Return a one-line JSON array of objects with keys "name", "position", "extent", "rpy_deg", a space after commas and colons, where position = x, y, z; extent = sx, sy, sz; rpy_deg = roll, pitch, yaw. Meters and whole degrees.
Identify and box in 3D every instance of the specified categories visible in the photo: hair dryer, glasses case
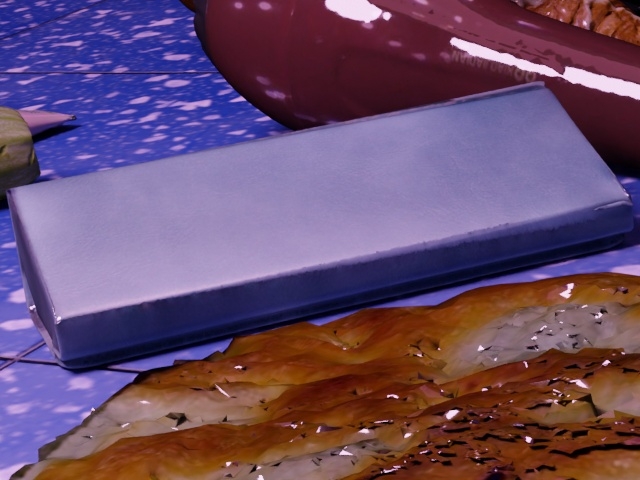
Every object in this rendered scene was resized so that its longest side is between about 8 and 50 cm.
[{"name": "hair dryer", "position": [0.093, -0.208, 1.064], "extent": [0.312, 0.340, 0.123], "rpy_deg": [12, -3, 36]}, {"name": "glasses case", "position": [0.000, 0.000, 0.892], "extent": [0.266, 0.056, 0.105], "rpy_deg": [-12, 42, -14]}]

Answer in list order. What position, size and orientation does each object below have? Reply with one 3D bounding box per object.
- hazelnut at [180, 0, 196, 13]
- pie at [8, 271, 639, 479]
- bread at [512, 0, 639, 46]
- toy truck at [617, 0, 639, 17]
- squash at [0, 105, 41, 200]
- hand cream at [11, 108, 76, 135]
[{"name": "hazelnut", "position": [0.026, -0.298, 1.345], "extent": [0.315, 0.372, 0.372], "rpy_deg": [18, 21, 4]}, {"name": "pie", "position": [0.058, 0.082, 0.496], "extent": [0.288, 0.103, 0.355], "rpy_deg": [0, 15, 24]}, {"name": "bread", "position": [0.106, -0.123, 1.181], "extent": [0.233, 0.076, 0.105], "rpy_deg": [0, 20, 19]}, {"name": "toy truck", "position": [0.277, -0.203, 1.289], "extent": [0.165, 0.147, 0.224], "rpy_deg": [11, 0, -39]}, {"name": "squash", "position": [-0.271, -0.034, 1.076], "extent": [0.229, 0.066, 0.066], "rpy_deg": [-10, 17, -11]}, {"name": "hand cream", "position": [-0.220, -0.065, 1.214], "extent": [0.061, 0.039, 0.143], "rpy_deg": [-3, 7, 36]}]
